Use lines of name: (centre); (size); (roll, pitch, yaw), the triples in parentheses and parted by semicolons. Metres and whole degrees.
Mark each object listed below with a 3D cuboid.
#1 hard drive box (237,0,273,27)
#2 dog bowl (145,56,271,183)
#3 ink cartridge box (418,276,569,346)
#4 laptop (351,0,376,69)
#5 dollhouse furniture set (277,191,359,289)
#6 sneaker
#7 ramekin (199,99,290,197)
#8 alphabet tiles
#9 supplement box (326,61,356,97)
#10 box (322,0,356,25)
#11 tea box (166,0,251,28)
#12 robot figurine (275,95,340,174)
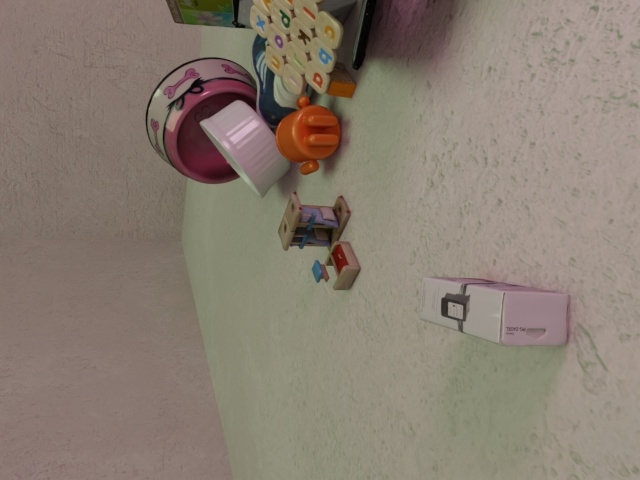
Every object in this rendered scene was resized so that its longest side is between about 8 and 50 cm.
hard drive box: (-0.101, -0.590, 1.218); (0.232, 0.180, 0.089); (-128, 45, -55)
dog bowl: (-0.338, -0.362, 1.508); (0.150, 0.407, 0.408); (50, 135, 37)
ink cartridge box: (0.215, 0.085, 0.592); (0.150, 0.109, 0.063); (-175, 89, -65)
laptop: (-0.002, -0.533, 0.775); (0.382, 0.236, 0.409); (-81, 2, -65)
dollhouse furniture set: (0.000, 0.000, 1.041); (0.184, 0.129, 0.129); (-111, 32, -41)
sneaker: (-0.092, -0.492, 1.282); (0.236, 0.130, 0.323); (-24, 64, 54)
ramekin: (-0.210, -0.272, 1.360); (0.277, 0.135, 0.277); (49, 175, 6)
alphabet tiles: (-0.058, -0.463, 1.002); (0.278, 0.021, 0.284); (48, 148, 18)
supplement box: (0.034, -0.368, 1.058); (0.036, 0.062, 0.099); (113, 146, -42)
box: (-0.030, -0.548, 1.039); (0.171, 0.130, 0.091); (51, 148, 3)
tea box: (-0.310, -0.821, 1.419); (0.329, 0.323, 0.220); (-162, 74, -82)
robot figurine: (-0.033, -0.256, 1.127); (0.158, 0.128, 0.219); (50, 164, -19)
